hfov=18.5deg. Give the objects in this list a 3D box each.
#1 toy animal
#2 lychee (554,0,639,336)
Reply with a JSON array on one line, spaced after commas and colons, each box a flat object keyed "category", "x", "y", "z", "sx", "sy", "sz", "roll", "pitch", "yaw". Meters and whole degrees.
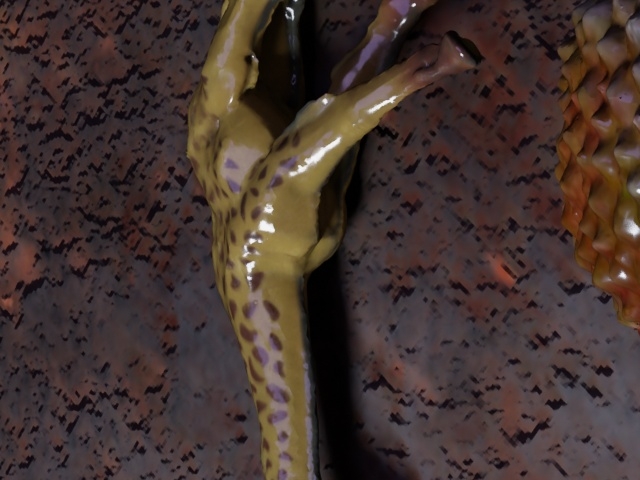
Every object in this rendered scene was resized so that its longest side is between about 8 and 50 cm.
[{"category": "toy animal", "x": -0.007, "y": -0.002, "z": 0.779, "sx": 0.149, "sy": 0.054, "sz": 0.275, "roll": 21, "pitch": 102, "yaw": 39}, {"category": "lychee", "x": 0.147, "y": -0.029, "z": 0.569, "sx": 0.165, "sy": 0.197, "sz": 0.165, "roll": 0, "pitch": 91, "yaw": 10}]
